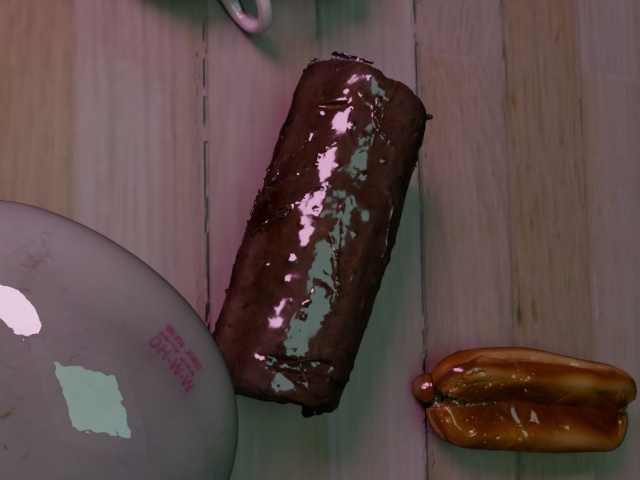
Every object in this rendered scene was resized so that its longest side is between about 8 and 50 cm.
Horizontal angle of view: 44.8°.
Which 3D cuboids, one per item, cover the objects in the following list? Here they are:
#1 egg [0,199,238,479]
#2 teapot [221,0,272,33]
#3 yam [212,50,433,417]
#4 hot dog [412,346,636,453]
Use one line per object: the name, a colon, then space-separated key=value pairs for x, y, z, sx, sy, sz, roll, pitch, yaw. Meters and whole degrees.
egg: x=-0.166 y=0.090 z=0.506 sx=0.183 sy=0.183 sz=0.264 roll=-43 pitch=98 yaw=-24
teapot: x=-0.110 y=-0.274 z=0.615 sx=0.159 sy=0.116 sz=0.245 roll=-40 pitch=111 yaw=-36
yam: x=0.001 y=0.000 z=0.637 sx=0.131 sy=0.131 sz=0.279 roll=23 pitch=77 yaw=-25
hot dog: x=0.206 y=0.156 z=0.763 sx=0.250 sy=0.068 sz=0.100 roll=10 pitch=92 yaw=-25
